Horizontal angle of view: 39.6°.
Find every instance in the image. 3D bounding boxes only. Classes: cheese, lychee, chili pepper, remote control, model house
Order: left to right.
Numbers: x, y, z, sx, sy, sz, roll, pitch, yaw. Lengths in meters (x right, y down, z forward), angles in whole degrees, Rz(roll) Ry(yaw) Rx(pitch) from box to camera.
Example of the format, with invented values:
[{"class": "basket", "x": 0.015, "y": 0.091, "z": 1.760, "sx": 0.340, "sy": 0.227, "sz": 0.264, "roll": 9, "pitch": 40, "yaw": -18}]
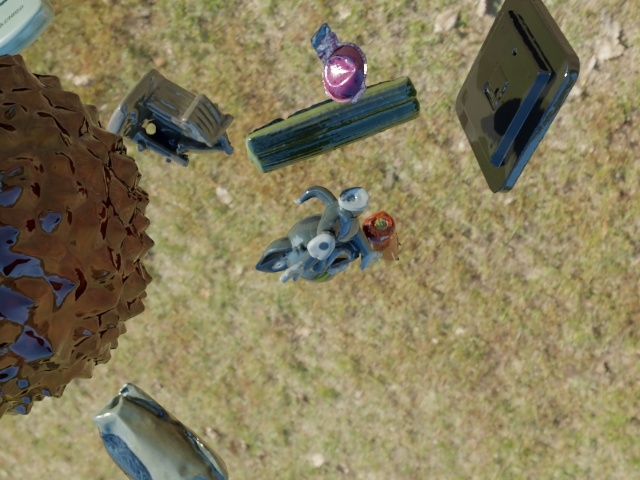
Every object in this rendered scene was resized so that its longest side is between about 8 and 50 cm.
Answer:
[{"class": "lychee", "x": -0.407, "y": -0.004, "z": 0.922, "sx": 0.424, "sy": 0.500, "sz": 0.425, "roll": -5, "pitch": 83, "yaw": 38}, {"class": "remote control", "x": -0.583, "y": -0.451, "z": 1.625, "sx": 0.296, "sy": 0.140, "sz": 0.056, "roll": 56, "pitch": -171, "yaw": 35}, {"class": "model house", "x": -0.224, "y": -0.182, "z": 1.415, "sx": 0.188, "sy": 0.122, "sz": 0.229, "roll": 22, "pitch": 175, "yaw": -5}, {"class": "cheese", "x": 0.027, "y": -0.273, "z": 1.370, "sx": 0.095, "sy": 0.038, "sz": 0.145, "roll": -47, "pitch": 61, "yaw": 33}, {"class": "chili pepper", "x": 0.113, "y": -0.009, "z": 1.650, "sx": 0.070, "sy": 0.073, "sz": 0.123, "roll": 22, "pitch": 165, "yaw": 20}]

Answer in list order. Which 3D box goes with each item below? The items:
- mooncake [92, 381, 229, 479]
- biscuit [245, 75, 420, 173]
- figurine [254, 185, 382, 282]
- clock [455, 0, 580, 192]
[{"class": "mooncake", "x": -0.276, "y": 0.380, "z": 1.560, "sx": 0.250, "sy": 0.136, "sz": 0.254, "roll": 41, "pitch": 166, "yaw": 12}, {"class": "biscuit", "x": 0.021, "y": -0.204, "z": 1.584, "sx": 0.322, "sy": 0.038, "sz": 0.099, "roll": -20, "pitch": 130, "yaw": 1}, {"class": "figurine", "x": -0.002, "y": -0.005, "z": 1.493, "sx": 0.140, "sy": 0.193, "sz": 0.265, "roll": 51, "pitch": 155, "yaw": 27}, {"class": "clock", "x": 0.314, "y": -0.257, "z": 1.493, "sx": 0.049, "sy": 0.279, "sz": 0.273, "roll": 7, "pitch": 132, "yaw": -19}]
